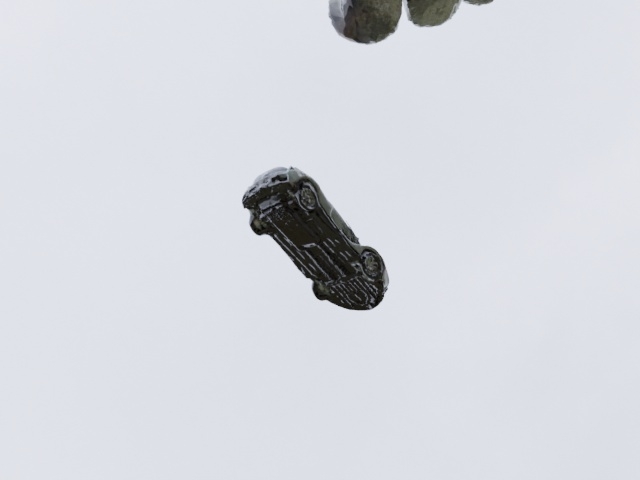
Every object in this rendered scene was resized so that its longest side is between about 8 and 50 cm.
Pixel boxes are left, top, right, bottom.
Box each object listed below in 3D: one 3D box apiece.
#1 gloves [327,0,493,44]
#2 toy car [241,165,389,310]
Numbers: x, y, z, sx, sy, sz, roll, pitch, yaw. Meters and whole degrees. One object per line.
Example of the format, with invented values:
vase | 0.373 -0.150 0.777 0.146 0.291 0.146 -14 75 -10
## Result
gloves | 0.053 -0.203 0.848 0.218 0.140 0.131 -47 -17 -39
toy car | 0.000 0.000 0.867 0.041 0.025 0.093 -20 -57 39
